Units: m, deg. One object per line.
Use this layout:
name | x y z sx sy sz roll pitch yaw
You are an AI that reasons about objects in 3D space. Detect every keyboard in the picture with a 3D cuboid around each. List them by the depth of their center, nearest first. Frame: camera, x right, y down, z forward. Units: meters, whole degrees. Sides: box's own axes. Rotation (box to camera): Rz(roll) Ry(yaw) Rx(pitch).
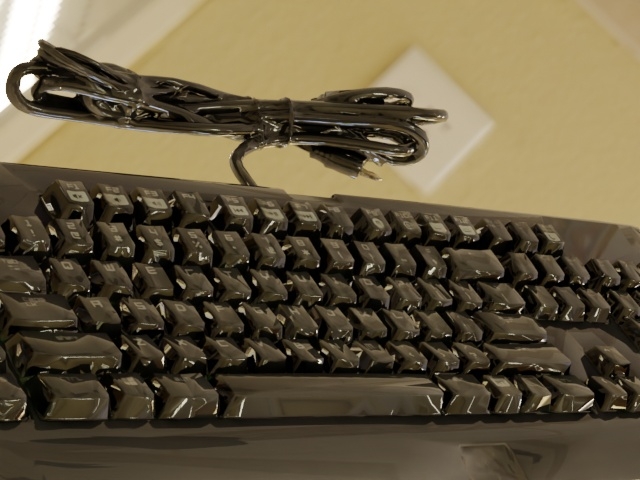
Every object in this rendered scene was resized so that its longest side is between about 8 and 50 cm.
keyboard | 0.000 0.000 0.528 0.201 0.317 0.033 50 122 37
